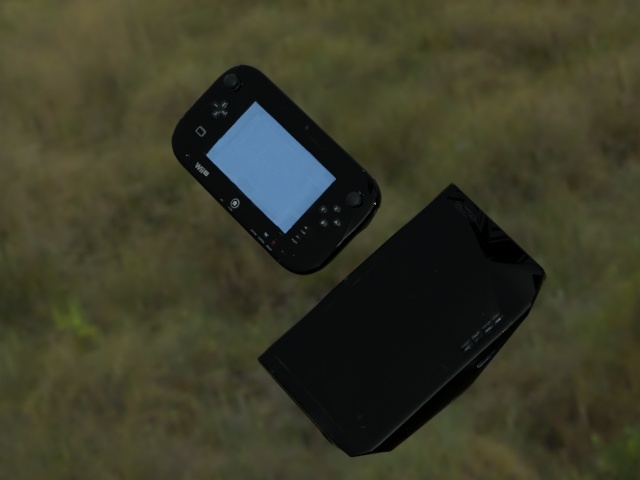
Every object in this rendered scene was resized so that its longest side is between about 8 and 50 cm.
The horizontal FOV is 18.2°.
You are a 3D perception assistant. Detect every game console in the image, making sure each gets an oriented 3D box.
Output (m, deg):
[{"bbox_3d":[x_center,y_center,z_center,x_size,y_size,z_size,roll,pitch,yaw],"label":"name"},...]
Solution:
[{"bbox_3d":[0.000,0.000,1.619,0.213,0.044,0.361,-42,60,-5],"label":"game console"}]
